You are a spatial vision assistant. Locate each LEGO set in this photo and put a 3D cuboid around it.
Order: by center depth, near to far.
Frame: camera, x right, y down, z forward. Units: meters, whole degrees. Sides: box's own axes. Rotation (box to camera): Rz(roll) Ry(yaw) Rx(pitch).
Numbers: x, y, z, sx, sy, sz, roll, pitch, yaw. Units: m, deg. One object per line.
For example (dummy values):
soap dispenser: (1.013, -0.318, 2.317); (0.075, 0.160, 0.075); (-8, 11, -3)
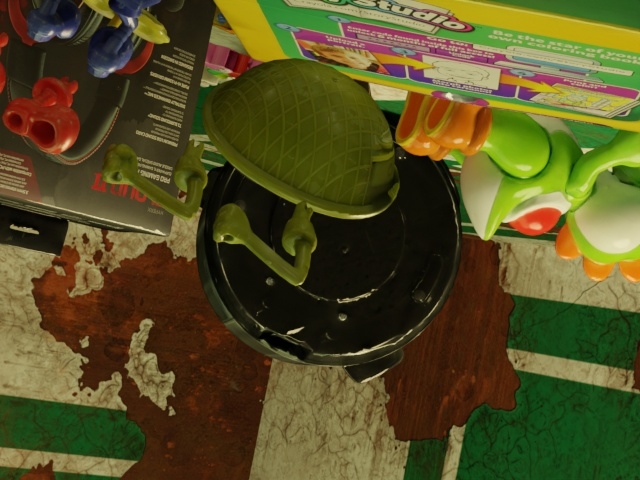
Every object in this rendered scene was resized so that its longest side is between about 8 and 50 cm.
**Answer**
LEGO set: (-0.118, -0.209, 1.395); (0.093, 0.087, 0.227); (20, 177, -18)

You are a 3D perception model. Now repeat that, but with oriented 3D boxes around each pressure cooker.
pressure cooker: (-0.006, 0.001, 2.091); (0.375, 0.370, 0.420); (15, 173, -6)

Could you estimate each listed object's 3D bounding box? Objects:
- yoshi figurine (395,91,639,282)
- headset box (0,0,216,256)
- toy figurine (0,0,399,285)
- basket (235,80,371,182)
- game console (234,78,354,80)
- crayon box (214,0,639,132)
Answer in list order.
yoshi figurine: (0.282, -0.104, 1.554); (0.362, 0.204, 0.203); (27, 131, -17)
headset box: (-0.200, -0.137, 1.077); (0.110, 0.293, 0.218); (8, 175, 39)
toy figurine: (-0.087, -0.172, 0.775); (0.362, 0.217, 0.191); (31, -152, 5)
basket: (-0.020, -0.145, 1.624); (0.204, 0.154, 0.227); (9, 173, -3)
game console: (-0.013, -0.184, 1.382); (0.144, 0.085, 0.124); (-29, 158, -17)
crayon box: (0.110, -0.177, 1.010); (0.362, 0.106, 0.313); (11, 175, 6)
